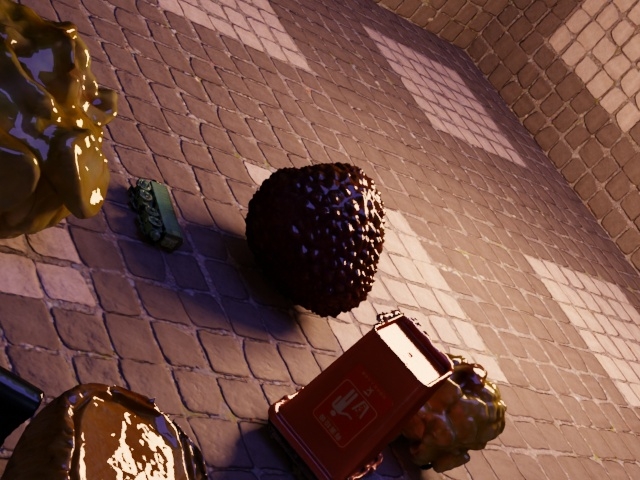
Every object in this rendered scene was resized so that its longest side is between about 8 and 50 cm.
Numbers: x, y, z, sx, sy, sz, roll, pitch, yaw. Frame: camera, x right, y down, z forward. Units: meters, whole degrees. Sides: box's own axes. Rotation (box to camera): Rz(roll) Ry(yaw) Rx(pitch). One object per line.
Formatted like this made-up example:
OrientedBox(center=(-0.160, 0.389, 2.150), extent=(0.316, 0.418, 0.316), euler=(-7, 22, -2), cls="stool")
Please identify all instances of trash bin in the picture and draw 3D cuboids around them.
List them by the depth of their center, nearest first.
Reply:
OrientedBox(center=(0.066, 0.221, 1.532), extent=(0.161, 0.238, 0.184), euler=(49, 23, 14), cls="trash bin")

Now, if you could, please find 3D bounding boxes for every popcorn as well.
OrientedBox(center=(-0.427, -0.161, 1.461), extent=(0.292, 0.294, 0.334), euler=(71, 24, -57), cls="popcorn")
OrientedBox(center=(0.182, 0.269, 1.729), extent=(0.189, 0.218, 0.169), euler=(-32, 120, -49), cls="popcorn")

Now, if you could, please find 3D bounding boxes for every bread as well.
OrientedBox(center=(-0.222, 0.278, 1.118), extent=(0.227, 0.142, 0.253), euler=(33, 25, -23), cls="bread")

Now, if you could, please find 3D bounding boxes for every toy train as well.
OrientedBox(center=(-0.263, -0.045, 1.727), extent=(0.071, 0.038, 0.148), euler=(25, 29, -39), cls="toy train")

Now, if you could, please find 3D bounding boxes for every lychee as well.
OrientedBox(center=(0.000, 0.000, 1.825), extent=(0.271, 0.271, 0.271), euler=(34, 25, -19), cls="lychee")

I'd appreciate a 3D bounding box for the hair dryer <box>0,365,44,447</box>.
OrientedBox(center=(-0.421, 0.093, 1.201), extent=(0.244, 0.116, 0.302), euler=(36, 18, -21), cls="hair dryer")
